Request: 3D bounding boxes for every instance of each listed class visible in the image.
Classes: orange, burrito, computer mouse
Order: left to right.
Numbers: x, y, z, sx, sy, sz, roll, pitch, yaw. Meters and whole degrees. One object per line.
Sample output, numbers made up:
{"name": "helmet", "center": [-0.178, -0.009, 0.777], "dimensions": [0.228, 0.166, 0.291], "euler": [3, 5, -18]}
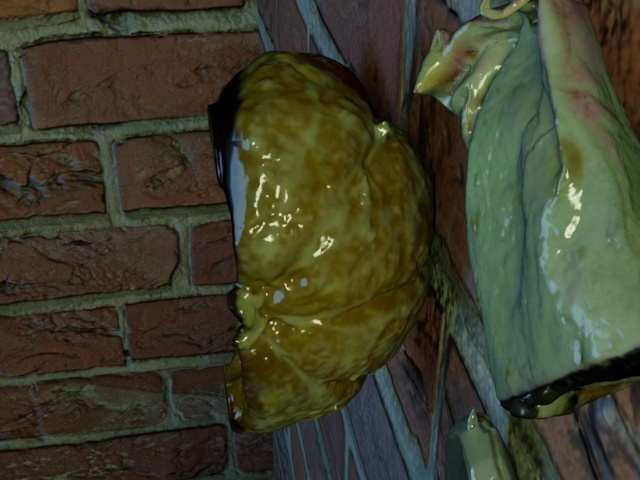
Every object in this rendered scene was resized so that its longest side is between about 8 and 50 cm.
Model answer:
{"name": "orange", "center": [0.000, 0.000, 0.887], "dimensions": [0.271, 0.210, 0.369], "euler": [-106, 12, -61]}
{"name": "computer mouse", "center": [0.124, 0.206, 0.697], "dimensions": [0.089, 0.056, 0.182], "euler": [-132, 39, -70]}
{"name": "burrito", "center": [0.122, -0.029, 0.484], "dimensions": [0.144, 0.089, 0.229], "euler": [136, 129, -61]}

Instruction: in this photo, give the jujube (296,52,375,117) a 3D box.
{"name": "jujube", "center": [-0.012, -0.099, 1.114], "dimensions": [0.255, 0.190, 0.190], "euler": [67, -170, -55]}
